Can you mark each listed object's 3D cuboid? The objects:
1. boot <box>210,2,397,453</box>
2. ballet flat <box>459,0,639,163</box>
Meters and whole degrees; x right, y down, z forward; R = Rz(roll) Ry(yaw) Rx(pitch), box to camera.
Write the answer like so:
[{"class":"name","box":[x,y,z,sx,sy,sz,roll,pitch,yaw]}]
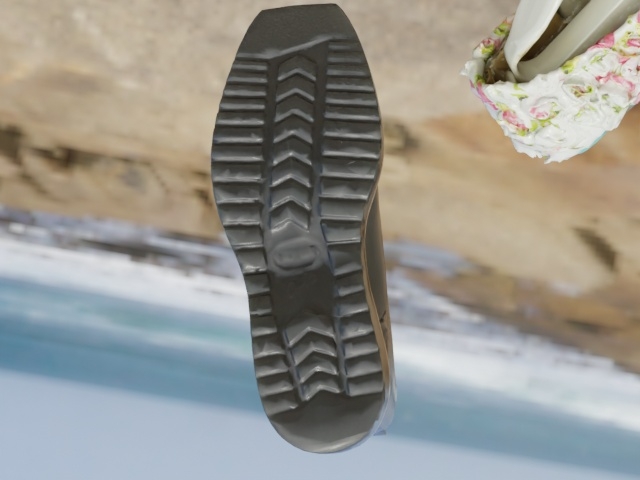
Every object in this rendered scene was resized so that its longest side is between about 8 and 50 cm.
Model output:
[{"class":"boot","box":[0.000,0.000,0.866,0.077,0.198,0.137,-1,173,9]},{"class":"ballet flat","box":[0.155,-0.134,0.852,0.077,0.241,0.091,25,-155,-32]}]
